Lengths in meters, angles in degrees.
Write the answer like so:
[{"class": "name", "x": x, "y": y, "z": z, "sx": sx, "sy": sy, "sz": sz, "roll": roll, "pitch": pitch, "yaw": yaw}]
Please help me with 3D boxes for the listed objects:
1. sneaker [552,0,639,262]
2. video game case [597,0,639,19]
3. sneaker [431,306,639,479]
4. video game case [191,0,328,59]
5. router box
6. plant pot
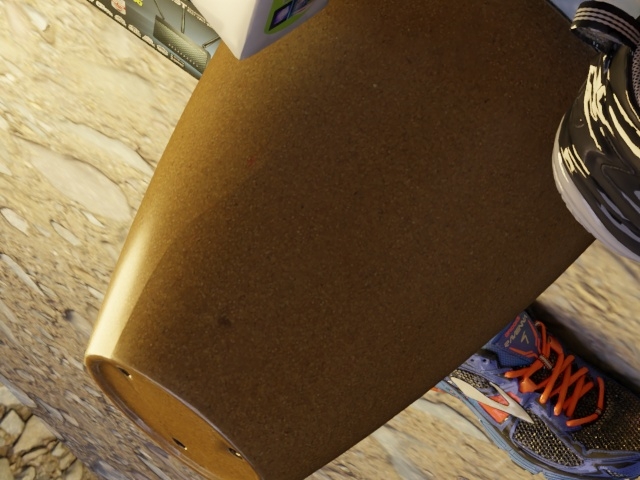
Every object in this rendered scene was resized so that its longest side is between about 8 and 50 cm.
[{"class": "sneaker", "x": 0.212, "y": -0.018, "z": 0.645, "sx": 0.268, "sy": 0.101, "sz": 0.153, "roll": 22, "pitch": 165, "yaw": 18}, {"class": "video game case", "x": 0.137, "y": -0.148, "z": 0.658, "sx": 0.212, "sy": 0.023, "sz": 0.193, "roll": 41, "pitch": 160, "yaw": -8}, {"class": "sneaker", "x": 0.127, "y": 0.085, "z": 1.100, "sx": 0.221, "sy": 0.083, "sz": 0.087, "roll": 29, "pitch": 150, "yaw": 15}, {"class": "video game case", "x": -0.080, "y": -0.236, "z": 0.692, "sx": 0.269, "sy": 0.061, "sz": 0.244, "roll": 50, "pitch": 160, "yaw": 8}, {"class": "router box", "x": -0.093, "y": -0.151, "z": 1.016, "sx": 0.122, "sy": 0.038, "sz": 0.092, "roll": 35, "pitch": 159, "yaw": 8}, {"class": "plant pot", "x": 0.000, "y": 0.000, "z": 0.876, "sx": 0.237, "sy": 0.254, "sz": 0.237, "roll": 34, "pitch": 160, "yaw": 14}]
